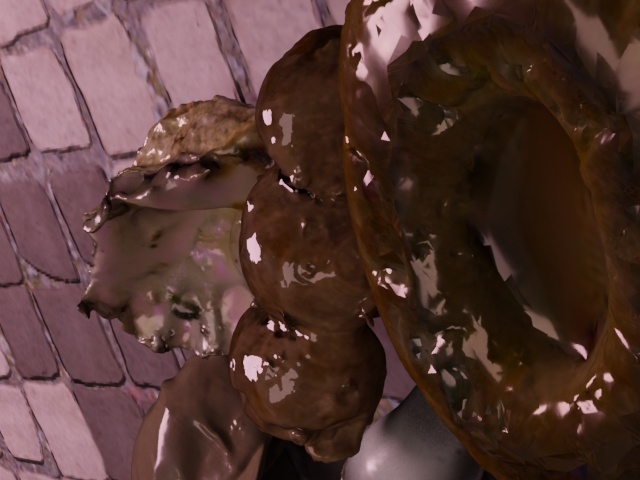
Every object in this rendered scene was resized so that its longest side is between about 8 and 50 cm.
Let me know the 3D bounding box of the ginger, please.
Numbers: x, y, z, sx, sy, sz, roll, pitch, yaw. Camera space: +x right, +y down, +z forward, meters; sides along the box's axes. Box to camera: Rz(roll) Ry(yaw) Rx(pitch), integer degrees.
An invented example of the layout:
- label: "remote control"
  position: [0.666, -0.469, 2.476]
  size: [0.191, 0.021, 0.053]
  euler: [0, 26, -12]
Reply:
- label: "ginger"
  position: [0.000, 0.000, 0.666]
  size: [0.104, 0.080, 0.204]
  euler: [-124, 38, -55]

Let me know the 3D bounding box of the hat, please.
- label: "hat"
  position: [-0.091, 0.175, 0.851]
  size: [0.144, 0.173, 0.166]
  euler: [32, 135, 23]

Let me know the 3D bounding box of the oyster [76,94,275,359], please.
- label: "oyster"
  position: [-0.068, -0.006, 0.782]
  size: [0.132, 0.072, 0.209]
  euler: [13, 144, 10]

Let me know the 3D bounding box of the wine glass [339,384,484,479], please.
- label: "wine glass"
  position: [0.063, 0.087, 0.682]
  size: [0.072, 0.072, 0.155]
  euler: [47, 142, 17]

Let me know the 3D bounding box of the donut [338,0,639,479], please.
- label: "donut"
  position: [0.104, -0.018, 0.514]
  size: [0.208, 0.128, 0.262]
  euler: [6, 117, 49]
